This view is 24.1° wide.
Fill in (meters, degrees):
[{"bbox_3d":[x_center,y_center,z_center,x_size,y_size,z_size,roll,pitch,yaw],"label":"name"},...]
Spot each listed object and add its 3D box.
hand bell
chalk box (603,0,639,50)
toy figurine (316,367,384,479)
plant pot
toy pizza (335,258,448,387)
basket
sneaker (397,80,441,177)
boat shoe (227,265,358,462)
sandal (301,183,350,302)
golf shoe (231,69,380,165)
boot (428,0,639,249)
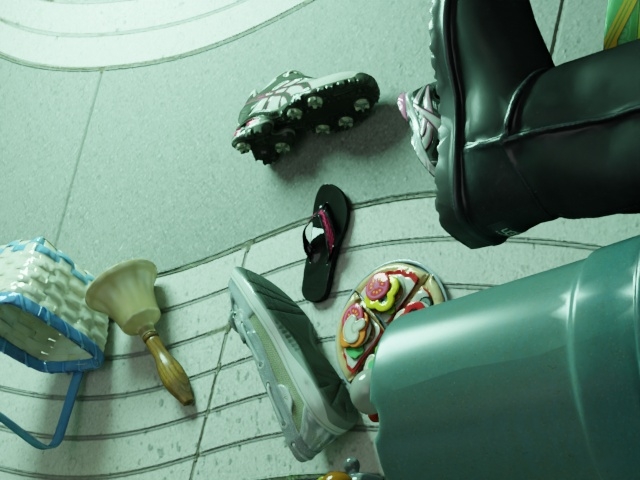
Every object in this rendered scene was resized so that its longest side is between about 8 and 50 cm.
[{"bbox_3d":[-0.261,0.160,2.342,0.126,0.126,0.242,-45,61,22],"label":"hand bell"},{"bbox_3d":[0.438,-0.155,1.721,0.180,0.179,0.289,-8,68,43],"label":"chalk box"},{"bbox_3d":[0.110,0.282,1.881,0.213,0.148,0.210,26,92,46],"label":"toy figurine"},{"bbox_3d":[0.255,0.172,1.611,0.334,0.341,0.341,-13,65,30],"label":"plant pot"},{"bbox_3d":[0.091,0.120,2.049,0.201,0.032,0.201,-18,62,38],"label":"toy pizza"},{"bbox_3d":[-0.472,0.163,2.425,0.201,0.255,0.289,-15,45,38],"label":"basket"},{"bbox_3d":[0.166,-0.151,2.064,0.077,0.072,0.178,-32,59,18],"label":"sneaker"},{"bbox_3d":[-0.060,0.165,2.119,0.103,0.118,0.320,-45,55,16],"label":"boat shoe"},{"bbox_3d":[0.000,0.000,2.178,0.067,0.040,0.179,-3,71,43],"label":"sandal"},{"bbox_3d":[-0.027,-0.215,2.252,0.273,0.105,0.120,-20,54,37],"label":"golf shoe"},{"bbox_3d":[0.329,-0.199,1.610,0.445,0.146,0.367,-15,71,45],"label":"boot"}]
